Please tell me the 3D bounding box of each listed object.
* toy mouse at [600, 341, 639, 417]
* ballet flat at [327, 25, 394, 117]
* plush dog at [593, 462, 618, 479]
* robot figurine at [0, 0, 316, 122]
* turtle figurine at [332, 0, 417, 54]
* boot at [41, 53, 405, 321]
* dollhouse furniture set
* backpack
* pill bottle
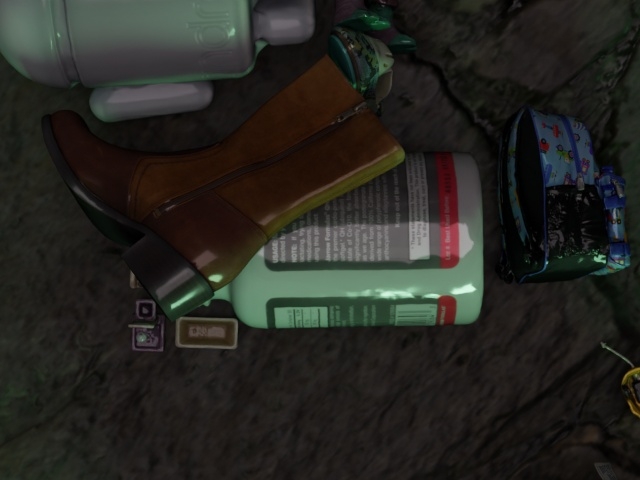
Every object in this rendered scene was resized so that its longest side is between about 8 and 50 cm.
[{"bbox_3d":[0.389,0.147,1.873,0.143,0.031,0.161,-25,93,2],"label":"toy mouse"},{"bbox_3d":[0.042,-0.170,1.791,0.070,0.188,0.070,0,71,-1],"label":"ballet flat"},{"bbox_3d":[0.255,0.374,1.832,0.225,0.210,0.262,-39,96,22],"label":"plush dog"},{"bbox_3d":[-0.183,-0.255,1.771,0.354,0.199,0.299,-4,120,1],"label":"robot figurine"},{"bbox_3d":[0.056,-0.314,1.811,0.118,0.175,0.234,-11,73,44],"label":"turtle figurine"},{"bbox_3d":[-0.100,-0.096,1.707,0.280,0.096,0.264,-37,56,-7],"label":"boot"},{"bbox_3d":[-0.143,0.077,1.850,0.114,0.081,0.091,2,94,1],"label":"dollhouse furniture set"},{"bbox_3d":[0.240,-0.049,1.808,0.117,0.158,0.173,-4,82,-7],"label":"backpack"},{"bbox_3d":[0.000,0.000,1.797,0.319,0.176,0.176,-1,93,0],"label":"pill bottle"}]
